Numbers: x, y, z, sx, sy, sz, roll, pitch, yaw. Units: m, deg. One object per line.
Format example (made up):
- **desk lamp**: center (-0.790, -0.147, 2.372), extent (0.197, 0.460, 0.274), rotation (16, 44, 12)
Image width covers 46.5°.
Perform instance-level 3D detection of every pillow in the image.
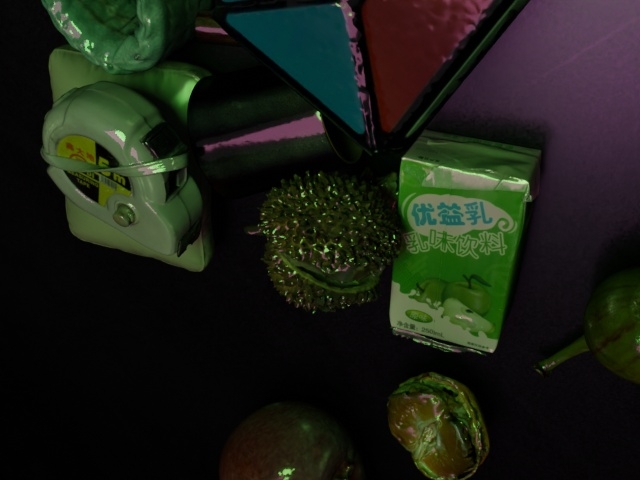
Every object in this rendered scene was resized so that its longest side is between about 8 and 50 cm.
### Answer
- **pillow**: center (-0.273, -0.118, 1.106), extent (0.255, 0.120, 0.322), rotation (13, 120, 15)

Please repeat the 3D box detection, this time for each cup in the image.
- **cup**: center (-0.068, -0.162, 0.924), extent (0.177, 0.166, 0.239), rotation (-9, 154, 26)

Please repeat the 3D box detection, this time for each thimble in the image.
- **thimble**: center (-0.248, -0.334, 0.930), extent (0.198, 0.143, 0.235), rotation (6, 129, 30)

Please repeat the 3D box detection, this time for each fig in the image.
- **fig**: center (0.382, 0.129, 0.943), extent (0.151, 0.151, 0.259), rotation (33, 152, 5)

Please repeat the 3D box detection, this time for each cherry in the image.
- **cherry**: center (-0.052, 0.395, 1.254), extent (0.307, 0.221, 0.261), rotation (-2, 117, 48)

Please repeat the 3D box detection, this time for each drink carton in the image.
- **drink carton**: center (0.184, 0.007, 0.964), extent (0.161, 0.108, 0.271), rotation (13, 124, 19)

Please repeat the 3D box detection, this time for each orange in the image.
- **orange**: center (0.185, 0.274, 1.126), extent (0.160, 0.112, 0.170), rotation (4, 97, 37)

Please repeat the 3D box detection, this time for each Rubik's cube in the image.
- **Rubik's cube**: center (0.076, -0.276, 0.758), extent (0.248, 0.250, 0.246), rotation (38, 128, -2)

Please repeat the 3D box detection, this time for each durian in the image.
- **durian**: center (0.000, 0.000, 0.923), extent (0.196, 0.167, 0.196), rotation (3, 118, 5)

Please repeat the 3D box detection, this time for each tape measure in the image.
- **tape measure**: center (-0.260, -0.105, 0.957), extent (0.236, 0.120, 0.197), rotation (28, 139, 8)

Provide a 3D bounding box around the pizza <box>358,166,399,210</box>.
- **pizza**: center (0.051, -0.029, 1.035), extent (0.154, 0.069, 0.194), rotation (40, 122, -1)
